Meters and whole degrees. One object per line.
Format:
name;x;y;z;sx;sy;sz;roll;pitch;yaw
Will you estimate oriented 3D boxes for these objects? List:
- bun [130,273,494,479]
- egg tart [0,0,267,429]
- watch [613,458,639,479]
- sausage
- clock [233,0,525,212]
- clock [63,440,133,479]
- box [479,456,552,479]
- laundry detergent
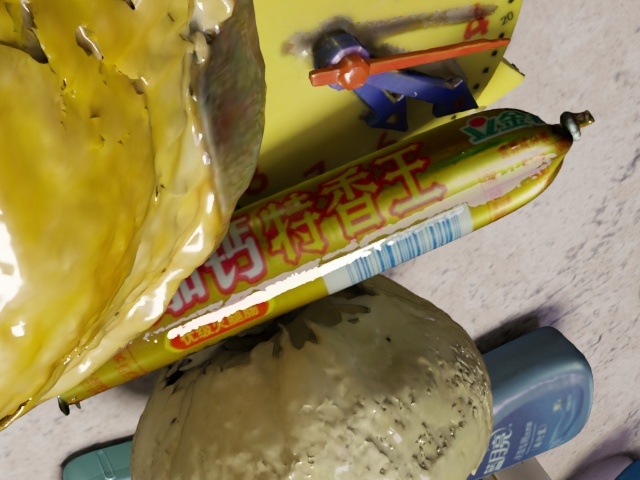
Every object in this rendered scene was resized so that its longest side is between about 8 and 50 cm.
bun;-0.011;0.106;0.679;0.259;0.259;0.152;-25;99;-14
egg tart;-0.219;-0.031;0.382;0.443;0.178;0.443;-13;131;-16
watch;0.410;0.400;1.314;0.274;0.241;0.305;-22;140;-43
sausage;0.000;0.000;0.608;0.371;0.082;0.082;-24;141;-1
clock;0.006;-0.112;0.583;0.277;0.071;0.293;-40;141;4
clock;-0.160;0.224;0.820;0.108;0.045;0.147;-9;135;-29
box;0.157;0.301;1.051;0.233;0.149;0.067;-6;135;-33
laundry detergent;0.119;0.189;0.953;0.289;0.094;0.143;-22;143;-18
